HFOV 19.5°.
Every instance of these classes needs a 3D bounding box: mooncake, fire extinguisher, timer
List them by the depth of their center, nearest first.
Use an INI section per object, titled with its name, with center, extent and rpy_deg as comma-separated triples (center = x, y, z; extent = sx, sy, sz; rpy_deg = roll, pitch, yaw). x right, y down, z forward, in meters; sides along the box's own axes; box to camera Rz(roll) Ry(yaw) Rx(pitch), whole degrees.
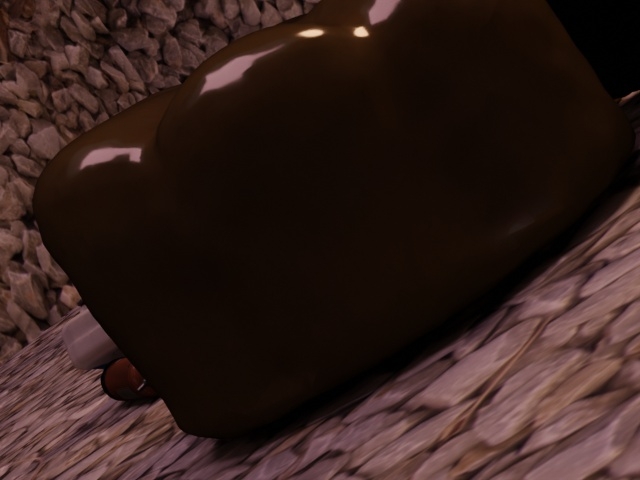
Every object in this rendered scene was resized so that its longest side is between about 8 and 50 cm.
[mooncake]
center = 0.009, -0.056, 1.484
extent = 0.467, 0.262, 0.467
rpy_deg = -32, 5, 3
[fire extinguisher]
center = -0.191, 0.143, 2.001
extent = 0.062, 0.050, 0.177
rpy_deg = -43, 9, -20
[timer]
center = -0.157, 0.059, 2.103
extent = 0.253, 0.078, 0.178
rpy_deg = -31, -17, 21

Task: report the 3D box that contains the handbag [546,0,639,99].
[handbag]
center = 0.249, -0.273, 1.617
extent = 0.303, 0.329, 0.122
rpy_deg = -28, 51, 46

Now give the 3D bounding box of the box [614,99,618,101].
[box]
center = 0.243, -0.128, 1.828
extent = 0.105, 0.037, 0.105
rpy_deg = -35, 6, 4
